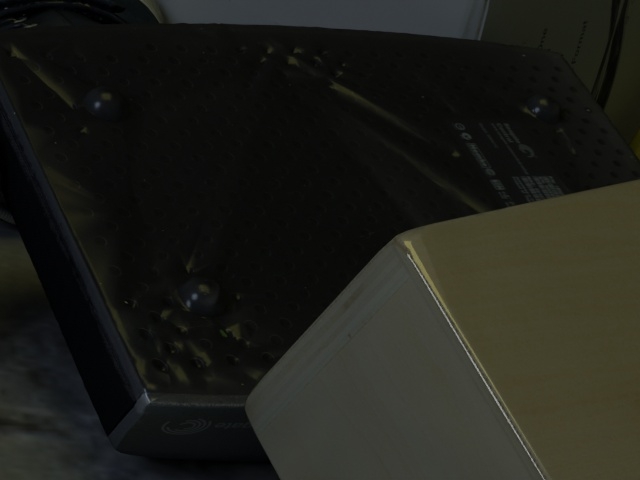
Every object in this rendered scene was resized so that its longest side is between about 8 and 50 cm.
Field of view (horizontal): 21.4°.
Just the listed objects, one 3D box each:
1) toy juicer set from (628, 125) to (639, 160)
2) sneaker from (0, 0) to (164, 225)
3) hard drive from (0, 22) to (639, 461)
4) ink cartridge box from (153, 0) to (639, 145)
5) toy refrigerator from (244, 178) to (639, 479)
[{"bbox_3d":[0.300,0.018,0.753,0.209,0.089,0.329,16,10,-33],"label":"toy juicer set"},{"bbox_3d":[-0.164,-0.078,0.670,0.226,0.086,0.163,8,23,-14],"label":"sneaker"},{"bbox_3d":[0.017,-0.002,0.584,0.255,0.054,0.172,-3,48,-35],"label":"hard drive"},{"bbox_3d":[0.057,-0.126,0.865,0.223,0.129,0.307,28,26,28],"label":"ink cartridge box"},{"bbox_3d":[0.118,0.042,0.502,0.269,0.094,0.102,-12,64,-42],"label":"toy refrigerator"}]
